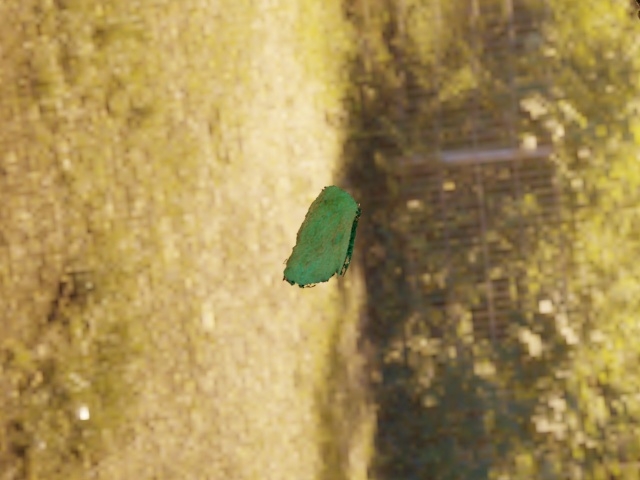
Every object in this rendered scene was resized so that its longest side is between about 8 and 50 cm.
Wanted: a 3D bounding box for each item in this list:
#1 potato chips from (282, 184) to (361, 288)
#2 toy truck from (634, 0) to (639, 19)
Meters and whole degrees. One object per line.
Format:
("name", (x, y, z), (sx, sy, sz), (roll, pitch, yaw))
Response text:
("potato chips", (0.000, 0.000, 1.890), (0.026, 0.142, 0.209), (43, -7, -24))
("toy truck", (0.408, -0.264, 1.708), (0.074, 0.088, 0.202), (46, 14, -34))
